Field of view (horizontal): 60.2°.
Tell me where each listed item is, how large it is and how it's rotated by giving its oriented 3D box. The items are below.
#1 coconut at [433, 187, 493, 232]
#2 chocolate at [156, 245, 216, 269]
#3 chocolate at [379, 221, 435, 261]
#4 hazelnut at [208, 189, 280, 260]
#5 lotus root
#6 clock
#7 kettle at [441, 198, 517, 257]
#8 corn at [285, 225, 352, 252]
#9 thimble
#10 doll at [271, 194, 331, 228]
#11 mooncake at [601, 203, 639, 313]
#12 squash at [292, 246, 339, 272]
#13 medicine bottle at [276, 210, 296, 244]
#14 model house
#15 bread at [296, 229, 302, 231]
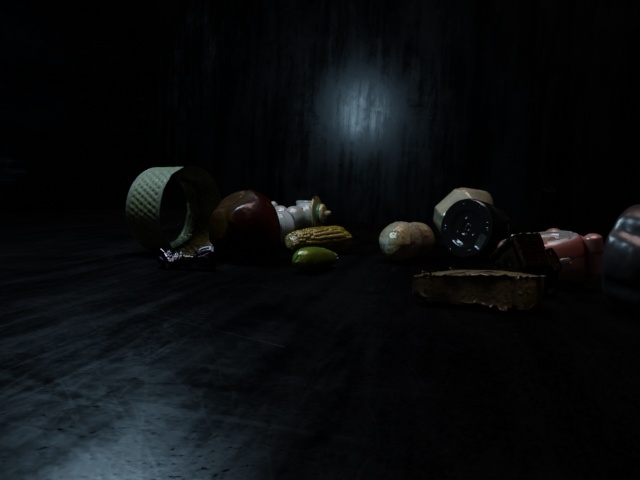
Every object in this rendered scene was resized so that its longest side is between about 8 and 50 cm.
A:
[{"bbox_3d":[0.623,-0.108,2.360,0.265,0.237,0.237,-41,-5,12],"label":"coconut"},{"bbox_3d":[-0.333,0.048,1.373,0.147,0.070,0.072,-7,15,2],"label":"chocolate"},{"bbox_3d":[0.282,0.001,1.800,0.134,0.134,0.309,6,7,27],"label":"chocolate"},{"bbox_3d":[-0.216,-0.027,1.589,0.217,0.218,0.234,2,24,-13],"label":"hazelnut"},{"bbox_3d":[0.324,0.095,1.143,0.260,0.075,0.170,3,5,11],"label":"lotus root"},{"bbox_3d":[0.582,0.056,1.463,0.241,0.143,0.227,-8,7,-11],"label":"clock"},{"bbox_3d":[0.616,-0.009,1.971,0.290,0.208,0.268,10,29,-41],"label":"kettle"},{"bbox_3d":[0.000,0.000,1.840,0.261,0.097,0.097,-5,9,-36],"label":"corn"},{"bbox_3d":[-0.424,-0.093,1.629,0.149,0.271,0.270,4,5,29],"label":"thimble"},{"bbox_3d":[-0.103,-0.118,2.235,0.207,0.144,0.271,-9,14,-26],"label":"doll"},{"bbox_3d":[0.689,0.040,1.142,0.244,0.245,0.133,0,11,-29],"label":"mooncake"},{"bbox_3d":[-0.009,0.050,1.469,0.066,0.067,0.201,6,3,30],"label":"squash"},{"bbox_3d":[-0.220,-0.044,1.895,0.257,0.144,0.143,-3,8,-38],"label":"medicine bottle"},{"bbox_3d":[0.478,0.054,1.278,0.165,0.152,0.106,-1,13,-23],"label":"model house"},{"bbox_3d":[-0.102,-0.021,2.213,0.087,0.049,0.226,5,5,15],"label":"bread"}]
